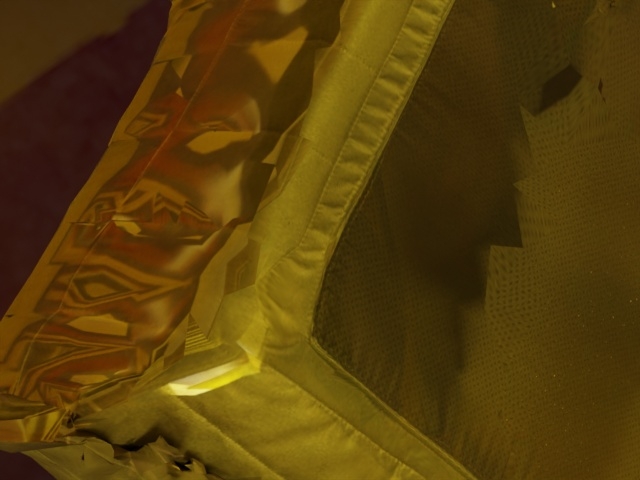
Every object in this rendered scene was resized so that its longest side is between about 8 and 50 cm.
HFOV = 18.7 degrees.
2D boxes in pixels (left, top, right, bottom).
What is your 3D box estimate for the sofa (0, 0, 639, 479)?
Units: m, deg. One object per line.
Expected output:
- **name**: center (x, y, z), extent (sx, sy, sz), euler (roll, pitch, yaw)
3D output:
- **sofa**: center (0.000, 0.000, 0.531), extent (0.176, 0.225, 0.210), euler (-1, 148, 44)
